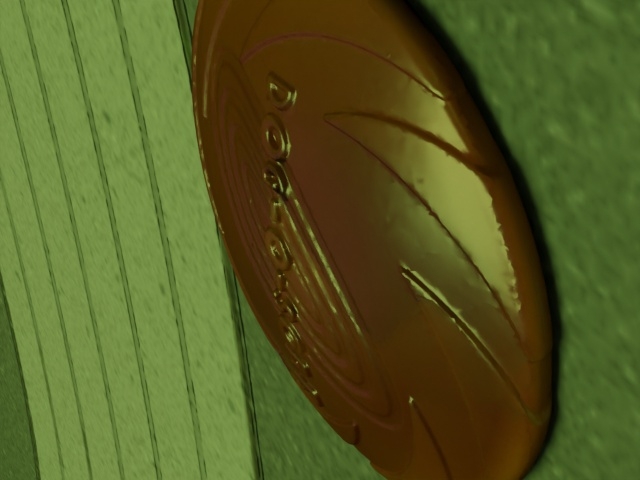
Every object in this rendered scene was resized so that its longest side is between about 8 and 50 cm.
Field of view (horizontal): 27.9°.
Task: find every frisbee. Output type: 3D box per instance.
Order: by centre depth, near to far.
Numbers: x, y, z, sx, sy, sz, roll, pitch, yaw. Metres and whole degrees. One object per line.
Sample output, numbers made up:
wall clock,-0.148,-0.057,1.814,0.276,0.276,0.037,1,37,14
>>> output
frisbee,0.000,0.000,0.405,0.192,0.035,0.192,47,150,37
